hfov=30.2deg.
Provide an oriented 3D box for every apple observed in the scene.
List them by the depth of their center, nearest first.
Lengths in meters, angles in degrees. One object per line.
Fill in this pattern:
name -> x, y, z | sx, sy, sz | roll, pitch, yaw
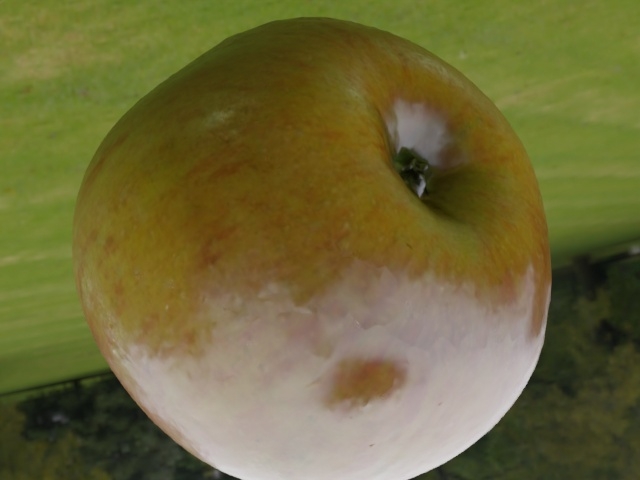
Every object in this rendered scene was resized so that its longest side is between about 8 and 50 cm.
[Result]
apple -> 0.000, 0.000, 0.987 | 0.400, 0.400, 0.334 | -5, 138, -42
